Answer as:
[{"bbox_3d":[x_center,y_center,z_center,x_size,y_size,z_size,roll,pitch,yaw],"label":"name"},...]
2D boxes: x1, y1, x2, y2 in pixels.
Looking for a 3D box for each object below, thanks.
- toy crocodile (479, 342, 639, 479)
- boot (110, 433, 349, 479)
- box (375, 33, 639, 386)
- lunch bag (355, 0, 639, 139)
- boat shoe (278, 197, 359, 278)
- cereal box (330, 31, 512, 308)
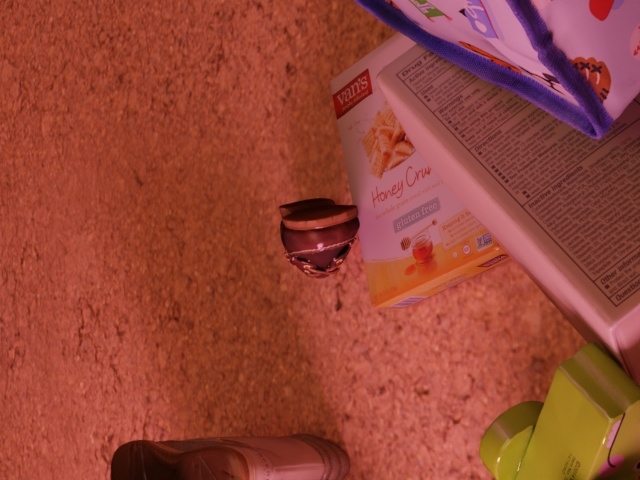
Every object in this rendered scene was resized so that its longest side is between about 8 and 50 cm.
[{"bbox_3d":[0.178,0.224,0.947,0.115,0.105,0.341,46,137,46],"label":"toy crocodile"},{"bbox_3d":[-0.095,0.233,1.288,0.213,0.165,0.077,-11,81,43],"label":"boot"},{"bbox_3d":[0.190,-0.049,0.966,0.148,0.121,0.311,-36,51,0],"label":"box"},{"bbox_3d":[0.138,-0.311,0.938,0.328,0.239,0.385,-46,40,-3],"label":"lunch bag"},{"bbox_3d":[0.000,0.000,1.226,0.207,0.073,0.073,-131,33,-84],"label":"boat shoe"},{"bbox_3d":[0.094,-0.075,1.182,0.173,0.047,0.240,-30,64,46],"label":"cereal box"}]
